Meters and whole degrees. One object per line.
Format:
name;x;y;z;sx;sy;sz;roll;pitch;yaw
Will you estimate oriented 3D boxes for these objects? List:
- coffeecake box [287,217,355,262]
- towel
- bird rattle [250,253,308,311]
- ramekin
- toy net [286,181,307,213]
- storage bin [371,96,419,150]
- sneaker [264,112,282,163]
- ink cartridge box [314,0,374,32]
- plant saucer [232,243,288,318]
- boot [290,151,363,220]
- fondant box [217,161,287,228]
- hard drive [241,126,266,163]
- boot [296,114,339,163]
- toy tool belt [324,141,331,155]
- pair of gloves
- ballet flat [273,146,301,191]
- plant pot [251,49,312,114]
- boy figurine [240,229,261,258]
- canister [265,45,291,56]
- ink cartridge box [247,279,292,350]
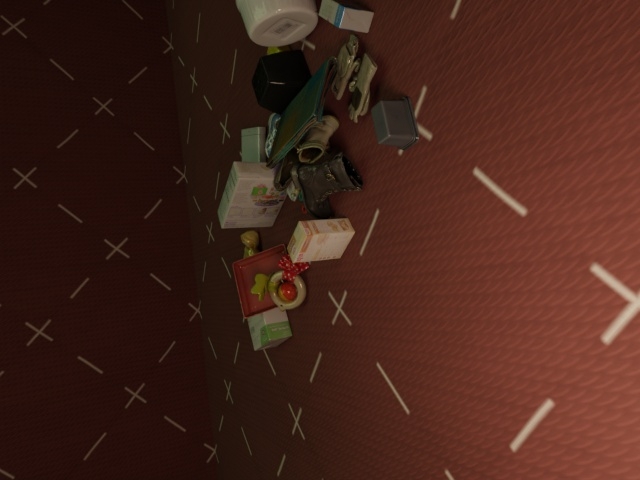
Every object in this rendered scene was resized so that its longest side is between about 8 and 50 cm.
coffeecake box;0.000;0.000;1.576;0.068;0.186;0.142;64;145;32
towel;-0.069;-0.421;1.599;0.370;0.040;0.271;-31;40;56
bird rattle;-0.138;0.173;1.913;0.254;0.143;0.206;-31;91;16
ramekin;-0.141;-0.786;1.630;0.277;0.277;0.135;-19;84;60
toy net;-0.065;-0.170;1.818;0.232;0.045;0.122;18;112;61
storage bin;0.191;-0.315;1.281;0.098;0.091;0.135;-27;70;59
sneaker;-0.180;-0.418;1.944;0.081;0.080;0.211;27;119;61
ink cartridge box;0.067;-0.690;1.430;0.181;0.104;0.061;54;138;43
plant saucer;-0.232;0.177;2.032;0.048;0.259;0.258;37;-146;-67
boot;0.040;-0.167;1.547;0.229;0.091;0.263;-1;138;36
fondant box;-0.278;-0.185;1.995;0.330;0.239;0.096;-57;45;48
hard drive;-0.315;-0.349;2.233;0.233;0.047;0.352;17;109;59
boot;-0.046;-0.328;1.602;0.213;0.077;0.165;-10;46;42
toy tool belt;0.016;-0.320;1.651;0.051;0.052;0.083;56;172;-33
pair of gloves;0.106;-0.498;1.457;0.204;0.042;0.240;106;151;-41
ballet flat;-0.115;-0.292;1.808;0.249;0.084;0.058;-60;16;27
plant pot;-0.153;-0.589;1.780;0.187;0.167;0.188;-50;52;52
boy figurine;-0.336;0.094;2.299;0.177;0.092;0.285;32;125;58
canister;-0.181;-0.711;1.909;0.126;0.073;0.169;64;143;34
ink cartridge box;-0.256;0.298;2.154;0.207;0.119;0.353;-44;57;53
